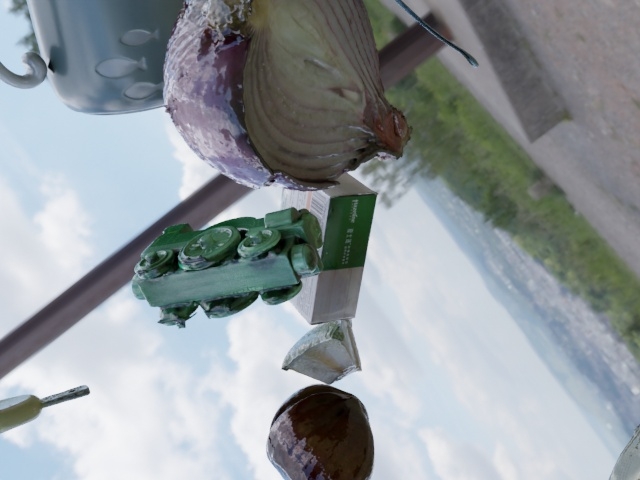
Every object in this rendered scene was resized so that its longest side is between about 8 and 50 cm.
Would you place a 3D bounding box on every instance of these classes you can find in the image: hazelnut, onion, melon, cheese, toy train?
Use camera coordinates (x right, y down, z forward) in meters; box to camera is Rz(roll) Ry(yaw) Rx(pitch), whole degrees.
[{"bbox_3d":[0.011,0.318,1.253,0.178,0.178,0.204,51,-179,-12],"label":"hazelnut"},{"bbox_3d":[-0.040,-0.169,0.906,0.159,0.267,0.349,10,165,34],"label":"onion"},{"bbox_3d":[0.006,0.171,1.234,0.202,0.139,0.093,47,-160,-79],"label":"melon"},{"bbox_3d":[-0.594,0.343,1.683,0.127,0.235,0.049,1,104,64],"label":"cheese"},{"bbox_3d":[-0.078,0.018,0.710,0.104,0.178,0.071,-60,-46,-56],"label":"toy train"}]

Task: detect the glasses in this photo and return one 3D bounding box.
[{"bbox_3d":[0.139,-0.313,0.854,0.220,0.189,0.088,57,-157,16],"label":"glasses"}]

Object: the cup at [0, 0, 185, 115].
[{"bbox_3d":[-0.344,-0.328,1.212,0.259,0.357,0.274,19,125,47],"label":"cup"}]

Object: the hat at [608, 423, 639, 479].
[{"bbox_3d":[0.488,0.290,1.067,0.214,0.245,0.149,26,154,45],"label":"hat"}]

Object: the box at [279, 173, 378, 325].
[{"bbox_3d":[0.000,0.000,1.141,0.081,0.199,0.135,-3,-153,-30],"label":"box"}]
